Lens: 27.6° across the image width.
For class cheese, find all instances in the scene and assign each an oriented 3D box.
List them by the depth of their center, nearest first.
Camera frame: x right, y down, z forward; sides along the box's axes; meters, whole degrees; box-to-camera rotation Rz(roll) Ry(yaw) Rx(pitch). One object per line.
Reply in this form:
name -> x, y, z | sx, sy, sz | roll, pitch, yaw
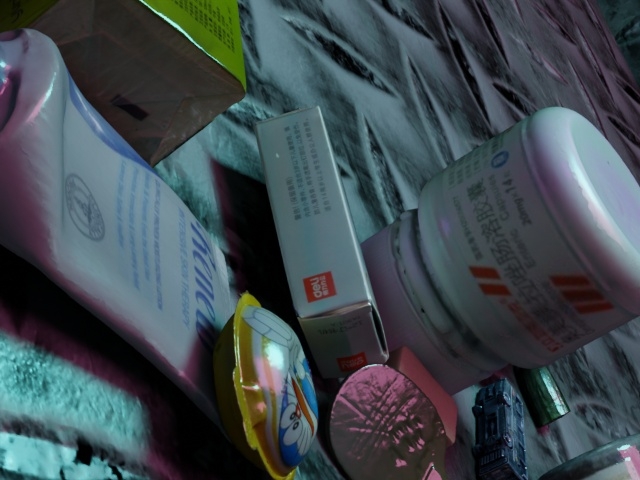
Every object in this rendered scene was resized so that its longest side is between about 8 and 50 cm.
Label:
cheese -> -0.042, 0.128, 1.186 | 0.270, 0.069, 0.177 | -21, 97, -80

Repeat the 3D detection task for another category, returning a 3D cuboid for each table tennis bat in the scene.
table tennis bat -> 0.095, 0.228, 1.341 | 0.234, 0.022, 0.131 | 47, 58, -18

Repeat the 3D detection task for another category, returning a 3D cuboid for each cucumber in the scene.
cucumber -> 0.305, 0.203, 1.793 | 0.048, 0.048, 0.105 | 18, 45, -55

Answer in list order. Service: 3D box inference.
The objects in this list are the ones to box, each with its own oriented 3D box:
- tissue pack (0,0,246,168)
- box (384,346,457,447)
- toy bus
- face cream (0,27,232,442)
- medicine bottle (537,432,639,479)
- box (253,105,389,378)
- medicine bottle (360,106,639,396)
tissue pack -> -0.195, -0.241, 1.246 | 0.200, 0.167, 0.274 | 34, 35, -38
box -> 0.095, 0.180, 1.413 | 0.122, 0.062, 0.089 | 50, 26, -18
toy bus -> 0.223, 0.240, 1.601 | 0.065, 0.047, 0.166 | 51, 25, -24
face cream -> -0.188, -0.017, 1.099 | 0.420, 0.137, 0.234 | 50, 21, -43
medicine bottle -> 0.387, 0.389, 1.591 | 0.165, 0.165, 0.273 | 11, 53, -58
box -> 0.000, 0.000, 1.373 | 0.135, 0.079, 0.269 | 70, 5, -56
medicine bottle -> 0.204, 0.026, 1.483 | 0.256, 0.325, 0.256 | 44, 28, -31
